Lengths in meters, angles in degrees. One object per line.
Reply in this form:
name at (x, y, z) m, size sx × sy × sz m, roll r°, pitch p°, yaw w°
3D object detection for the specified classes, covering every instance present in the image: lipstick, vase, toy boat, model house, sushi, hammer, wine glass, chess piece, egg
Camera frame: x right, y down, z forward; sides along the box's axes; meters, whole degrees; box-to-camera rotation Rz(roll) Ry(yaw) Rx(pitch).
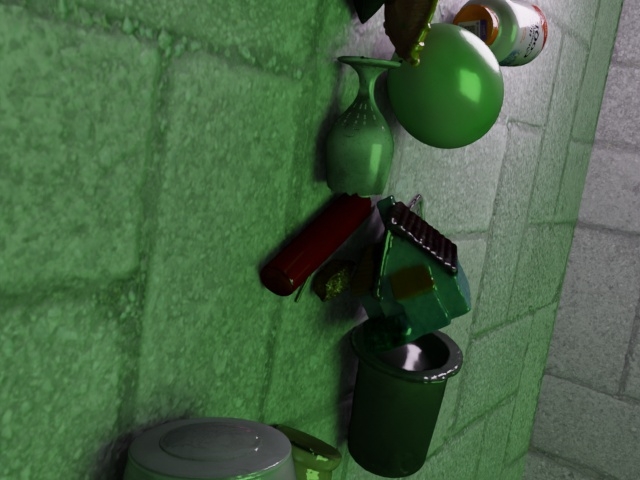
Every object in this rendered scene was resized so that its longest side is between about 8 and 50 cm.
lipstick at (-0.001, 0.000, 1.285) m, size 0.279 × 0.073 × 0.073 m, roll -44°, pitch 136°, yaw -41°
vase at (0.157, 0.346, 1.551) m, size 0.245 × 0.245 × 0.291 m, roll -24°, pitch 130°, yaw -51°
toy boat at (0.171, -0.461, 1.295) m, size 0.099 × 0.141 × 0.318 m, roll 31°, pitch 58°, yaw -31°
model house at (0.151, 0.046, 1.417) m, size 0.249 × 0.230 × 0.280 m, roll 63°, pitch 13°, yaw -4°
sushi at (0.028, 0.076, 1.370) m, size 0.118 × 0.060 × 0.061 m, roll -56°, pitch 148°, yaw -26°
hammer at (-0.020, 0.066, 1.332) m, size 0.035 × 0.019 × 0.110 m, roll 42°, pitch 70°, yaw -55°
wine glass at (0.074, -0.202, 1.268) m, size 0.126 × 0.126 × 0.241 m, roll -9°, pitch 107°, yaw -56°
chess piece at (-0.074, 0.489, 1.331) m, size 0.142 × 0.142 × 0.261 m, roll 29°, pitch 85°, yaw -57°
egg at (0.242, -0.299, 1.397) m, size 0.269 × 0.220 × 0.220 m, roll 35°, pitch 73°, yaw -50°

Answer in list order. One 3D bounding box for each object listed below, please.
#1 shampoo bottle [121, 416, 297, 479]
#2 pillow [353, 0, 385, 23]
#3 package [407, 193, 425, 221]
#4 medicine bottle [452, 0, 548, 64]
shampoo bottle at (-0.158, 0.403, 1.015) m, size 0.273 × 0.273 × 0.267 m, roll -10°, pitch 102°, yaw -55°
pillow at (0.109, -0.508, 1.202) m, size 0.186 × 0.106 × 0.250 m, roll 73°, pitch 38°, yaw -83°
package at (0.201, 0.006, 1.642) m, size 0.171 × 0.027 × 0.173 m, roll -45°, pitch 137°, yaw -44°
medicine bottle at (0.403, -0.478, 1.634) m, size 0.288 × 0.157 × 0.157 m, roll -19°, pitch 118°, yaw -53°
